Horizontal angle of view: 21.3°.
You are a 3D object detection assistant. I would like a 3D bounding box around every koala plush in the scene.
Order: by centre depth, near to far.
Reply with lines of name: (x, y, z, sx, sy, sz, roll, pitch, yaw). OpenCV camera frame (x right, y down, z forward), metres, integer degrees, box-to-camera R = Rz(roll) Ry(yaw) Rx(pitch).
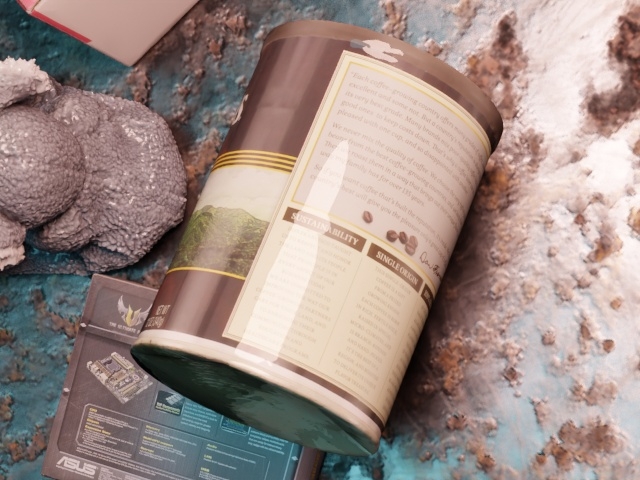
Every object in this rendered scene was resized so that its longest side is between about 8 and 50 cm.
koala plush: (-0.237, -0.061, 1.423, 0.203, 0.221, 0.196, 8, 86, 20)

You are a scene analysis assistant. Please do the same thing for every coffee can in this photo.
coffee can: (0.000, 0.000, 1.305, 0.202, 0.201, 0.275, 16, 72, 20)

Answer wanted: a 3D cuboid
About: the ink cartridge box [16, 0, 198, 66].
ink cartridge box: (-0.247, -0.303, 1.460, 0.117, 0.207, 0.283, -43, 73, 9)

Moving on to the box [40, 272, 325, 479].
box: (-0.107, 0.143, 1.443, 0.231, 0.056, 0.183, 13, 87, 20)
